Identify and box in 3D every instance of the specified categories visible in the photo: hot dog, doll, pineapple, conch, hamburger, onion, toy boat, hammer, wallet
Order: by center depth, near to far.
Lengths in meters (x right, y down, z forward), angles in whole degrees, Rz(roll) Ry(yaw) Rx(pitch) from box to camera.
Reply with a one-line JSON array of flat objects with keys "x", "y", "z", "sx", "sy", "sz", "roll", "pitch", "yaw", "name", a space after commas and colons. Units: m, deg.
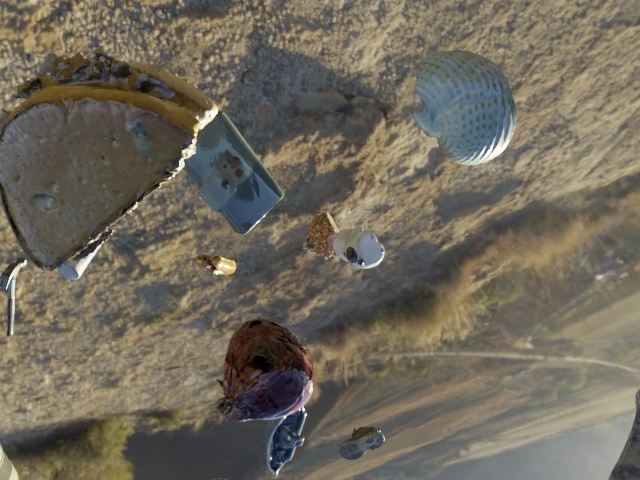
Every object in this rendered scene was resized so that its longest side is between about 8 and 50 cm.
[{"x": -0.408, "y": -0.178, "z": 0.969, "sx": 0.445, "sy": 0.268, "sz": 0.287, "roll": -31, "pitch": 113, "yaw": 26, "name": "hamburger"}, {"x": 0.384, "y": -0.353, "z": 1.402, "sx": 0.215, "sy": 0.303, "sz": 0.319, "roll": -6, "pitch": 177, "yaw": 33, "name": "conch"}, {"x": -0.144, "y": 0.330, "z": 1.418, "sx": 0.280, "sy": 0.281, "sz": 0.221, "roll": -18, "pitch": 153, "yaw": 2, "name": "onion"}, {"x": -0.857, "y": 0.172, "z": 1.497, "sx": 0.029, "sy": 0.103, "sz": 0.247, "roll": 17, "pitch": 117, "yaw": -5, "name": "hammer"}, {"x": 0.105, "y": 0.018, "z": 1.569, "sx": 0.107, "sy": 0.180, "sz": 0.110, "roll": -44, "pitch": 115, "yaw": -8, "name": "doll"}, {"x": -0.286, "y": -0.207, "z": 1.735, "sx": 0.083, "sy": 0.252, "sz": 0.360, "roll": -7, "pitch": 127, "yaw": 50, "name": "wallet"}, {"x": -0.342, "y": 0.082, "z": 1.780, "sx": 0.092, "sy": 0.062, "sz": 0.235, "roll": 6, "pitch": 173, "yaw": 12, "name": "hot dog"}, {"x": -0.121, "y": 0.684, "z": 1.881, "sx": 0.129, "sy": 0.142, "sz": 0.310, "roll": 9, "pitch": 105, "yaw": -36, "name": "toy boat"}, {"x": -0.001, "y": -0.003, "z": 1.908, "sx": 0.136, "sy": 0.176, "sz": 0.161, "roll": -24, "pitch": 157, "yaw": 6, "name": "pineapple"}]

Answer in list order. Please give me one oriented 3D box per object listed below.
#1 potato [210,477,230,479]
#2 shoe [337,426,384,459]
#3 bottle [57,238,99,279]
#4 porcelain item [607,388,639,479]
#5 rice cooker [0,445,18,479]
[{"x": -0.273, "y": 0.787, "z": 1.538, "sx": 0.141, "sy": 0.176, "sz": 0.298, "roll": 10, "pitch": 135, "yaw": 28, "name": "potato"}, {"x": 0.136, "y": 0.700, "z": 1.910, "sx": 0.168, "sy": 0.099, "sz": 0.071, "roll": -21, "pitch": 109, "yaw": -3, "name": "shoe"}, {"x": -0.581, "y": 0.001, "z": 1.365, "sx": 0.060, "sy": 0.217, "sz": 0.060, "roll": 8, "pitch": 136, "yaw": 7, "name": "bottle"}, {"x": 0.494, "y": 0.337, "z": 0.783, "sx": 0.141, "sy": 0.259, "sz": 0.141, "roll": 19, "pitch": 138, "yaw": 18, "name": "porcelain item"}, {"x": -0.912, "y": 0.584, "z": 1.308, "sx": 0.288, "sy": 0.288, "sz": 0.277, "roll": -17, "pitch": 112, "yaw": 0, "name": "rice cooker"}]
